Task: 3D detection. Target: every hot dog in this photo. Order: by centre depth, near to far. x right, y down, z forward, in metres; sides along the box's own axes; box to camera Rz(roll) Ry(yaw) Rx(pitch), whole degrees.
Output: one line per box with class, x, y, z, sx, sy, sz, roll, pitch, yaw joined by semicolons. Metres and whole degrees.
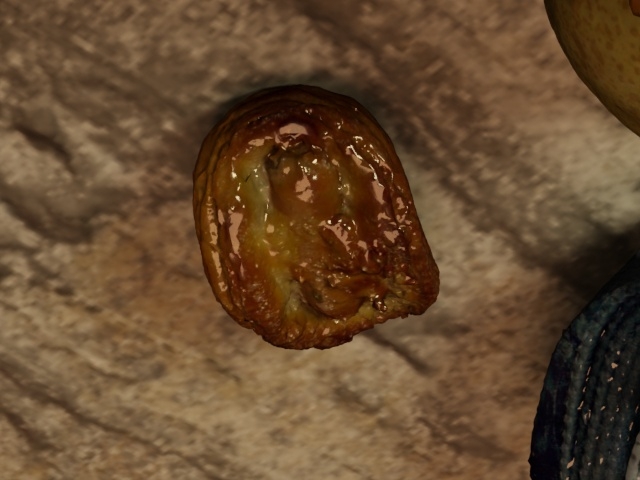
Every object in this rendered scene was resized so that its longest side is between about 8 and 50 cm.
hot dog;-0.002;-0.001;0.856;0.099;0.065;0.147;-14;134;4

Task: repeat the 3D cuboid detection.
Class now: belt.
belt;0.180;0.069;0.887;0.122;0.128;0.218;32;142;24

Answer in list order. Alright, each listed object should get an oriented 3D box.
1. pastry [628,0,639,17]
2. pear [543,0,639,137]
pastry;0.151;-0.238;0.424;0.337;0.292;0.405;-11;123;0
pear;0.148;-0.104;0.662;0.136;0.167;0.167;33;135;5
